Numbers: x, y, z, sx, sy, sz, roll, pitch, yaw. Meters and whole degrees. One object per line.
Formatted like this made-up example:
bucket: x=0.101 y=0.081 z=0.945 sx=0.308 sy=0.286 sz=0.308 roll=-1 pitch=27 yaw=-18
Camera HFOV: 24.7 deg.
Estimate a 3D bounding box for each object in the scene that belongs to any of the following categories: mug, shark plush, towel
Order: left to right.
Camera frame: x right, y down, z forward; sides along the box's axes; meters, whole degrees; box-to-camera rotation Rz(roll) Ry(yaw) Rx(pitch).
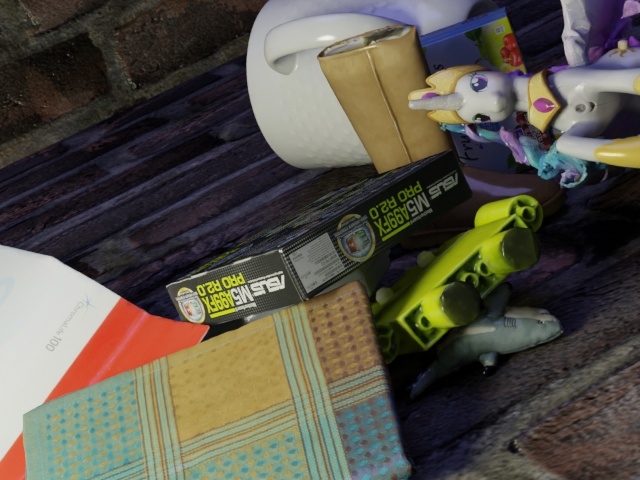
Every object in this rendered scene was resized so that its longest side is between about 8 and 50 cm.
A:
towel: x=-0.106 y=0.192 z=1.357 sx=0.370 sy=0.040 sz=0.271 roll=-22 pitch=37 yaw=7
mug: x=0.076 y=-0.257 z=2.104 sx=0.328 sy=0.276 sz=0.374 roll=-3 pitch=-8 yaw=34
shark plush: x=0.154 y=0.103 z=1.430 sx=0.161 sy=0.073 sz=0.067 roll=-22 pitch=48 yaw=-17

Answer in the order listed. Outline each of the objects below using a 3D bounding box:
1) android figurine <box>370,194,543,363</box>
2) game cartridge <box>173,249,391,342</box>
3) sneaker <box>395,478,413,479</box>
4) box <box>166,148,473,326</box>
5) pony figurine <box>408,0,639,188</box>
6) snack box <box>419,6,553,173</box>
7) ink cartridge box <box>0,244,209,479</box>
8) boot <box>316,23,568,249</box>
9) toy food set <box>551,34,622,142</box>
android figurine: x=0.121 y=0.047 z=1.499 sx=0.248 sy=0.056 sz=0.273 roll=-41 pitch=7 yaw=-16
game cartridge: x=-0.068 y=0.080 z=1.661 sx=0.294 sy=0.060 sz=0.196 roll=-24 pitch=11 yaw=15
sneaker: x=-0.016 y=0.251 z=1.089 sx=0.283 sy=0.122 sz=0.110 roll=-35 pitch=23 yaw=-35
box: x=0.000 y=0.000 z=1.554 sx=0.270 sy=0.060 sz=0.216 roll=-31 pitch=8 yaw=-39
pony figurine: x=0.321 y=-0.177 z=1.599 sx=0.351 sy=0.302 sz=0.363 roll=-22 pitch=22 yaw=-38
snack box: x=0.197 y=-0.180 z=1.931 sx=0.174 sy=0.207 sz=0.070 roll=-17 pitch=19 yaw=12
ink cartridge box: x=-0.332 y=0.164 z=1.576 sx=0.385 sy=0.091 sz=0.308 roll=8 pitch=56 yaw=51
boot: x=0.144 y=-0.130 z=1.748 sx=0.236 sy=0.269 sz=0.089 roll=-14 pitch=20 yaw=25
toy food set: x=0.376 y=-0.212 z=1.977 sx=0.111 sy=0.104 sz=0.232 roll=-8 pitch=23 yaw=37
